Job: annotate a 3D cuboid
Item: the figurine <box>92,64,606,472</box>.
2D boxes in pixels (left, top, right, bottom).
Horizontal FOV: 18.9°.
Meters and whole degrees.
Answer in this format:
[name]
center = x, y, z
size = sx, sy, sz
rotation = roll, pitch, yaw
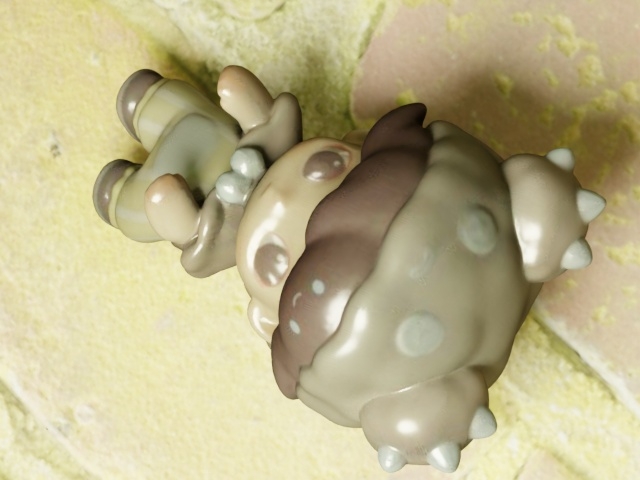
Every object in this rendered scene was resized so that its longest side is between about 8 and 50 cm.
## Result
[figurine]
center = -0.001, -0.001, 1.362
size = 0.381, 0.203, 0.248
rotation = 25, 78, 30
